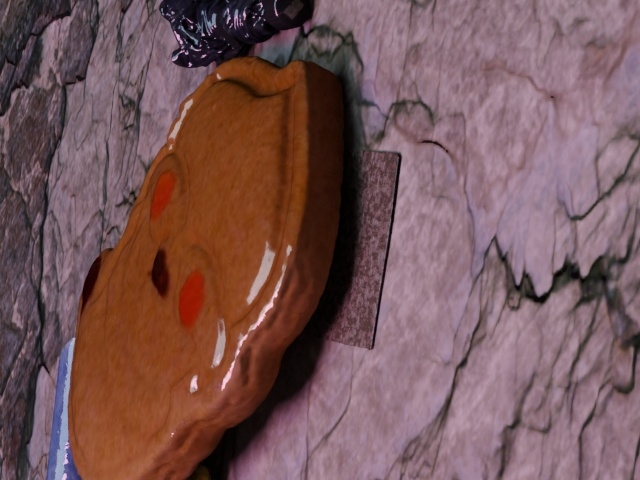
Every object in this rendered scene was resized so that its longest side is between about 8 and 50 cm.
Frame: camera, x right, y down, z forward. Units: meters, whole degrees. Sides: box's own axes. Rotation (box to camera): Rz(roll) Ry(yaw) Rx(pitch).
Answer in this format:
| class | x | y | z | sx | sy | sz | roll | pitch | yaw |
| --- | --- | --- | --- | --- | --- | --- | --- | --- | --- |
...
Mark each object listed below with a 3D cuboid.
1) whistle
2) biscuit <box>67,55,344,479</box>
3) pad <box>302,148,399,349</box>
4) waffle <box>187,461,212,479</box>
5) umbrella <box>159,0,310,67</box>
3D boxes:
| class | x | y | z | sx | sy | sz | roll | pitch | yaw |
| --- | --- | --- | --- | --- | --- | --- | --- | --- | --- |
| whistle | -0.255 | 0.246 | 1.908 | 0.062 | 0.062 | 0.304 | -8 | 75 | 63 |
| biscuit | -0.110 | 0.033 | 1.623 | 0.455 | 0.078 | 0.350 | -56 | 34 | 28 |
| pad | 0.000 | 0.000 | 1.534 | 0.235 | 0.003 | 0.158 | 9 | 90 | 64 |
| waffle | -0.157 | 0.270 | 1.719 | 0.254 | 0.052 | 0.245 | -39 | 50 | 53 |
| umbrella | -0.082 | -0.198 | 1.696 | 0.224 | 0.071 | 0.080 | 1 | 111 | 59 |
